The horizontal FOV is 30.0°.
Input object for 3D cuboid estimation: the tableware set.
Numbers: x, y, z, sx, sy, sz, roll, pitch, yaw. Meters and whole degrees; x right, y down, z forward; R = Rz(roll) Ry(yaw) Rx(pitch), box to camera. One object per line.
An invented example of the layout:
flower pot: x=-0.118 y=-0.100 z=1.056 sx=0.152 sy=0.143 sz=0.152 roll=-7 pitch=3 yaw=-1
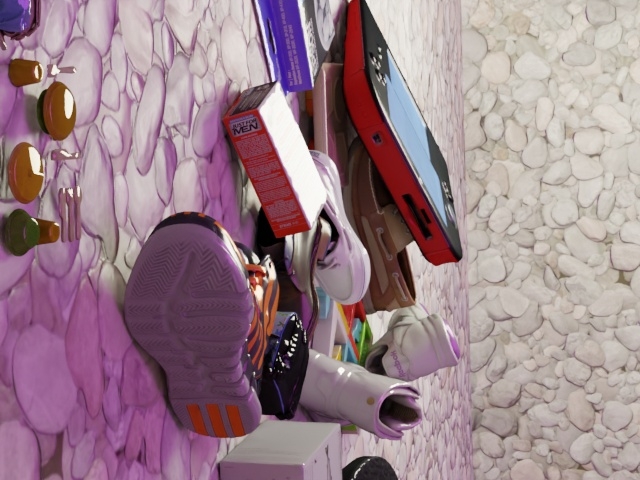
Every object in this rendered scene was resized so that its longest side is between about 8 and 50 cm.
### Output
tableware set: x=-0.226 y=-0.067 z=0.950 sx=0.104 sy=0.024 sz=0.154 roll=-20 pitch=110 yaw=-71

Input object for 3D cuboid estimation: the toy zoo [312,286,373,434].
toy zoo: x=0.034 y=0.157 z=1.894 sx=0.293 sy=0.030 sz=0.192 roll=71 pitch=24 yaw=-52

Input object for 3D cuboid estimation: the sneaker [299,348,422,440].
sneaker: x=0.072 y=0.242 z=1.726 sx=0.108 sy=0.169 sz=0.292 roll=-67 pitch=157 yaw=-5

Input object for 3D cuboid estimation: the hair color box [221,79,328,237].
hair color box: x=-0.053 y=-0.099 z=1.455 sx=0.093 sy=0.053 sz=0.167 roll=-64 pitch=136 yaw=-58

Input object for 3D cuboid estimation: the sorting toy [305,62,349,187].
sorting toy: x=0.009 y=-0.171 z=1.807 sx=0.208 sy=0.038 sz=0.193 roll=-35 pitch=124 yaw=-77

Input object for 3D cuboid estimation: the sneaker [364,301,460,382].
sneaker: x=0.133 y=0.176 z=2.034 sx=0.305 sy=0.152 sz=0.114 roll=164 pitch=-95 yaw=-83

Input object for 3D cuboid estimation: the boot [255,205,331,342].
boot: x=-0.055 y=0.050 z=1.530 sx=0.106 sy=0.082 sz=0.219 roll=36 pitch=55 yaw=-46

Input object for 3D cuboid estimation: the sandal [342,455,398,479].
sandal: x=-0.008 y=0.399 z=1.648 sx=0.446 sy=0.107 sz=0.167 roll=-8 pitch=99 yaw=-62

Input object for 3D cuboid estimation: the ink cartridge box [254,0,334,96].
ink cartridge box: x=-0.034 y=-0.315 z=1.619 sx=0.208 sy=0.045 sz=0.206 roll=-71 pitch=157 yaw=-47

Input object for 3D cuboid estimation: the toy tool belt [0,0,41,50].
toy tool belt: x=-0.232 y=-0.184 z=0.867 sx=0.051 sy=0.052 sz=0.083 roll=-79 pitch=163 yaw=-63

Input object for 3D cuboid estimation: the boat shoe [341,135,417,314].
boat shoe: x=0.107 y=-0.026 z=1.999 sx=0.123 sy=0.117 sz=0.324 roll=-65 pitch=151 yaw=-58

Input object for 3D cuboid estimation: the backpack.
backpack: x=-0.064 y=0.141 z=1.427 sx=0.105 sy=0.084 sz=0.114 roll=75 pitch=26 yaw=-46

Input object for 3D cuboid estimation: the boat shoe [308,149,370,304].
boat shoe: x=0.000 y=0.000 z=1.685 sx=0.084 sy=0.095 sz=0.258 roll=-65 pitch=141 yaw=-49

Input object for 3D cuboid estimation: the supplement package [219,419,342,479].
supplement package: x=-0.044 y=0.294 z=1.461 sx=0.179 sy=0.105 sz=0.105 roll=-29 pitch=117 yaw=-73

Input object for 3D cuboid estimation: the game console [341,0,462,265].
game console: x=0.139 y=-0.178 z=1.966 sx=0.342 sy=0.060 sz=0.386 roll=-84 pitch=150 yaw=-52

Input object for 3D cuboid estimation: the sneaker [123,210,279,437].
sneaker: x=-0.114 y=0.047 z=1.218 sx=0.321 sy=0.125 sz=0.180 roll=89 pitch=7 yaw=-49
